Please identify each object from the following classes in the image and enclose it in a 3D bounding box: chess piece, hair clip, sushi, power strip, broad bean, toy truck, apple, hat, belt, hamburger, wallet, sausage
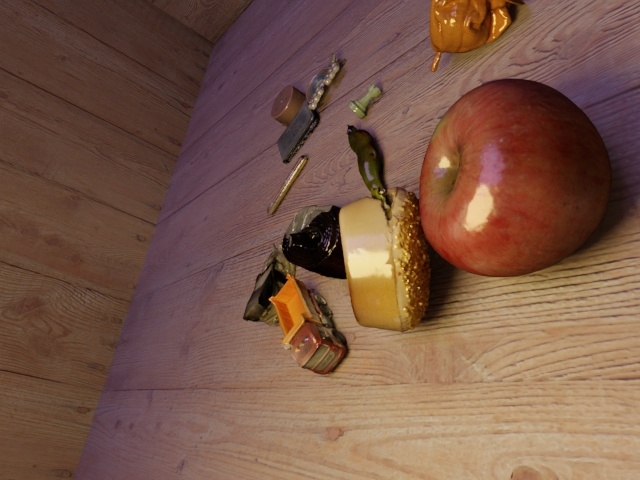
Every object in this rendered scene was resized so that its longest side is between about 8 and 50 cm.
[{"bbox_3d":[0.140,-0.435,1.524,0.103,0.067,0.067,-45,36,14],"label":"chess piece"},{"bbox_3d":[0.010,-0.585,1.810,0.220,0.054,0.140,-56,34,8],"label":"hair clip"},{"bbox_3d":[-0.134,0.131,1.504,0.134,0.109,0.273,-43,23,37],"label":"sushi"},{"bbox_3d":[-0.130,-0.538,1.970,0.154,0.078,0.154,-33,43,38],"label":"power strip"},{"bbox_3d":[0.130,-0.247,1.401,0.077,0.061,0.339,-52,32,32],"label":"broad bean"},{"bbox_3d":[-0.038,0.210,1.254,0.114,0.135,0.270,-54,33,16],"label":"toy truck"},{"bbox_3d":[0.327,-0.099,0.840,0.345,0.269,0.345,-170,90,-76],"label":"apple"},{"bbox_3d":[0.325,-0.517,1.200,0.244,0.233,0.233,-39,-20,-49],"label":"hat"},{"bbox_3d":[0.000,0.000,1.323,0.289,0.164,0.184,3,76,59],"label":"belt"},{"bbox_3d":[0.138,0.038,0.994,0.170,0.302,0.302,-10,52,9],"label":"hamburger"},{"bbox_3d":[-0.090,-0.414,1.864,0.222,0.036,0.167,-49,35,24],"label":"wallet"},{"bbox_3d":[-0.121,-0.198,1.760,0.269,0.032,0.033,-56,33,13],"label":"sausage"}]
